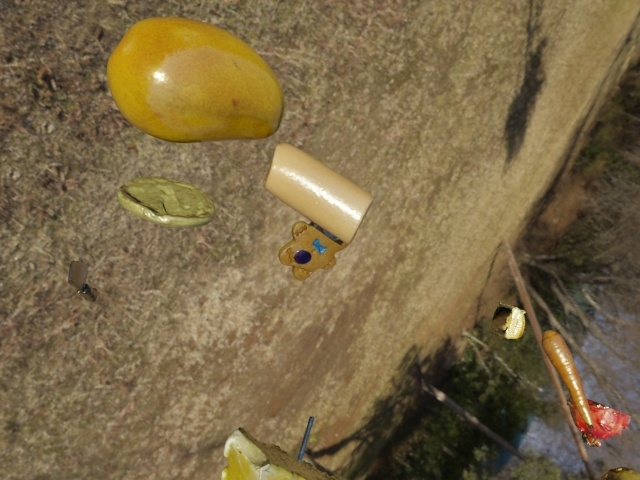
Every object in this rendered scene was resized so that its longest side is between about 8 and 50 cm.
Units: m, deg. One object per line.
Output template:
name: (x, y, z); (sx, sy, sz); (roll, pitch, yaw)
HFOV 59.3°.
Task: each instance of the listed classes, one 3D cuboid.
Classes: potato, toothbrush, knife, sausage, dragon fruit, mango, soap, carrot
potato: (0.669, 0.576, 1.223); (0.176, 0.137, 0.137); (-43, 160, -59)
toothbrush: (-0.056, 0.618, 1.629); (0.019, 0.016, 0.220); (130, -23, -79)
knife: (-0.461, 0.073, 1.088); (0.230, 0.028, 0.060); (128, -30, -71)
sausage: (-0.013, -0.108, 1.226); (0.123, 0.253, 0.123); (-58, 179, -2)
dragon fruit: (0.683, 0.458, 1.403); (0.153, 0.153, 0.111); (55, 53, -74)
mango: (-0.249, -0.326, 1.182); (0.221, 0.378, 0.264); (-30, -125, 56)
soap: (-0.023, 0.467, 1.092); (0.338, 0.169, 0.304); (-10, 114, -43)
carrot: (0.532, 0.294, 1.198); (0.048, 0.216, 0.048); (-16, 159, -6)

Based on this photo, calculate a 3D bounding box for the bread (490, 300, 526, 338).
bread: (0.400, 0.174, 1.196); (0.106, 0.053, 0.072); (65, 48, -88)

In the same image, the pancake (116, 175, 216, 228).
pancake: (-0.381, -0.094, 1.390); (0.242, 0.242, 0.050); (-30, 148, -60)

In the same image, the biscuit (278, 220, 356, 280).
biscuit: (0.000, 0.000, 1.488); (0.236, 0.039, 0.180); (-44, 125, -1)
